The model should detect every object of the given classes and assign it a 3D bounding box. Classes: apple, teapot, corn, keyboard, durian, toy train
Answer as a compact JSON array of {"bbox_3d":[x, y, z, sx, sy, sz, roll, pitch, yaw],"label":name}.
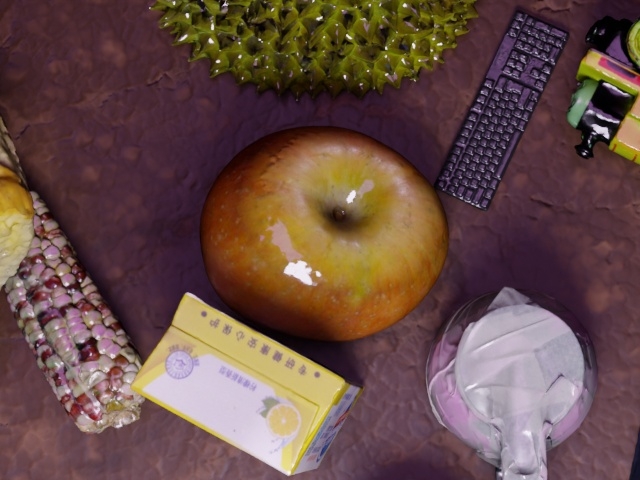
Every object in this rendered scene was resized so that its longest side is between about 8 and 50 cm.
[{"bbox_3d":[0.000,0.000,1.621,0.235,0.173,0.210,23,59,-7],"label":"apple"},{"bbox_3d":[0.170,0.149,1.591,0.163,0.178,0.221,23,84,6],"label":"teapot"},{"bbox_3d":[-0.261,0.063,1.675,0.092,0.092,0.280,-31,76,-2],"label":"corn"},{"bbox_3d":[0.184,-0.133,1.716,0.061,0.013,0.204,25,83,5],"label":"keyboard"},{"bbox_3d":[-0.012,-0.244,1.715,0.355,0.157,0.169,8,46,3],"label":"durian"},{"bbox_3d":[0.377,-0.106,1.660,0.296,0.100,0.160,30,86,7],"label":"toy train"}]

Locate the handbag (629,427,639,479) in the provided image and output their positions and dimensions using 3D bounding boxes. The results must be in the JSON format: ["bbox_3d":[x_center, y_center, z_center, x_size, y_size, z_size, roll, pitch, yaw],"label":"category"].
[{"bbox_3d":[0.372,0.137,1.510,0.122,0.329,0.303,12,82,1],"label":"handbag"}]

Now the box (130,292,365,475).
[{"bbox_3d":[-0.060,0.135,1.561,0.168,0.265,0.097,28,86,6],"label":"box"}]

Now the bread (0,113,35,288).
[{"bbox_3d":[-0.408,-0.124,1.604,0.165,0.236,0.375,-12,66,-37],"label":"bread"}]
